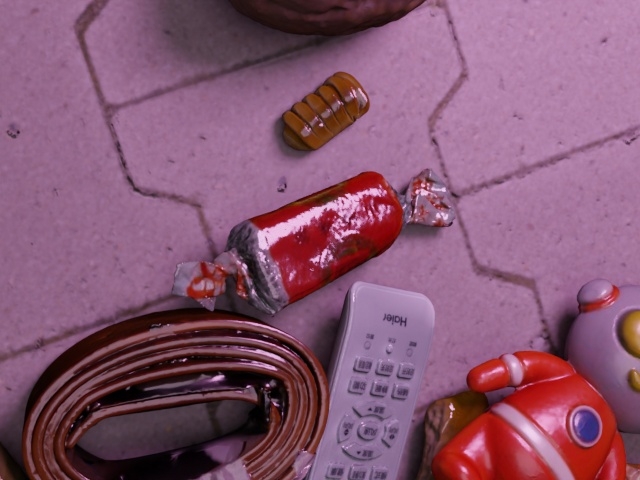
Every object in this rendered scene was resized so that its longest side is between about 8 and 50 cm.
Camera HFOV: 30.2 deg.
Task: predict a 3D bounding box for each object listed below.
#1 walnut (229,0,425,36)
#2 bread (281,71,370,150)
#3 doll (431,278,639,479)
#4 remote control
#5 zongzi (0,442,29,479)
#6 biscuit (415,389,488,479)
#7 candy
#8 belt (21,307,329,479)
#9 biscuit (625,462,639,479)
[{"bbox_3d":[0.021,-0.267,1.028,0.230,0.178,0.178,-6,94,-24],"label":"walnut"},{"bbox_3d":[0.003,-0.118,1.093,0.088,0.034,0.049,-35,93,-9],"label":"bread"},{"bbox_3d":[0.259,0.150,1.112,0.336,0.105,0.200,-38,95,-19],"label":"doll"},{"bbox_3d":[0.029,0.185,1.098,0.103,0.051,0.293,13,90,-37],"label":"remote control"},{"bbox_3d":[-0.344,0.252,0.994,0.228,0.115,0.256,-35,92,-3],"label":"zongzi"},{"bbox_3d":[0.093,0.238,1.096,0.183,0.039,0.174,-10,98,-37],"label":"biscuit"},{"bbox_3d":[0.000,-0.001,1.067,0.292,0.059,0.086,-25,95,-26],"label":"candy"},{"bbox_3d":[-0.127,0.157,1.037,0.261,0.105,0.184,-6,94,-14],"label":"belt"},{"bbox_3d":[0.444,0.298,1.198,0.379,0.054,0.094,14,88,-13],"label":"biscuit"}]
